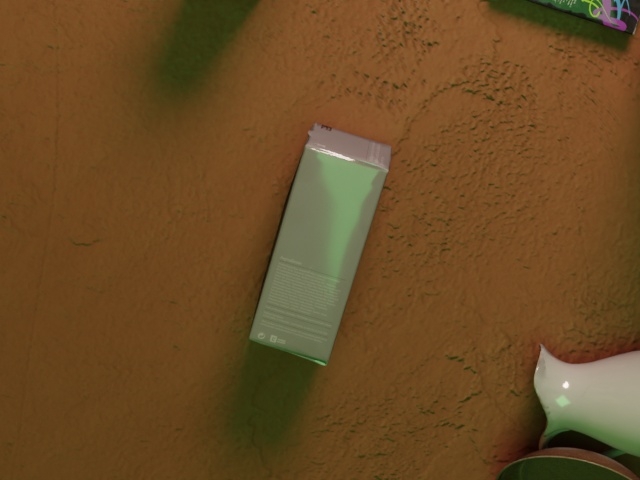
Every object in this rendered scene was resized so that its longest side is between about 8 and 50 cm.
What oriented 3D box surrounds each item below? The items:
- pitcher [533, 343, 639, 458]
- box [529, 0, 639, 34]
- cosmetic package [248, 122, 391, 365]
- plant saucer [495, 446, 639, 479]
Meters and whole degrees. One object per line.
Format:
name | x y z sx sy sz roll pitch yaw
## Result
pitcher | 0.353 0.205 1.566 0.207 0.125 0.178 4 128 14
box | 0.280 -0.300 1.455 0.162 0.029 0.116 18 108 0
cosmetic package | 0.000 0.000 1.516 0.107 0.127 0.238 19 109 -2
plant saucer | 0.305 0.298 1.591 0.198 0.036 0.198 15 141 12
